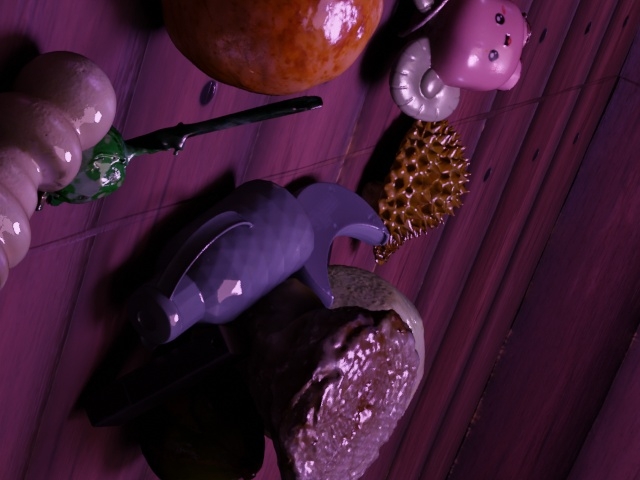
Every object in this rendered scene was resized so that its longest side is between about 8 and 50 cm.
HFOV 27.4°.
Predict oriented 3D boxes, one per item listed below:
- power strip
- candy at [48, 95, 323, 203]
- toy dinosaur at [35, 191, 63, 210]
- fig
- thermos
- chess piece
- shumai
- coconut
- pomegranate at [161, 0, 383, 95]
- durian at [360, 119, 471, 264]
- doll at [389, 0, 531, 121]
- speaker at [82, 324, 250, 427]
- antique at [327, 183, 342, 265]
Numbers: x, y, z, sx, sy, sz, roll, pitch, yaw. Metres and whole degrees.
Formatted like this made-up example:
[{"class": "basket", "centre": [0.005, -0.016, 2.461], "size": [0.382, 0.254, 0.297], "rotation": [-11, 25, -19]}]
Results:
[{"class": "power strip", "centre": [0.000, 0.000, 2.020], "size": [0.054, 0.167, 0.253], "rotation": [-35, -174, 41]}, {"class": "candy", "centre": [-0.149, -0.113, 1.419], "size": [0.324, 0.097, 0.097], "rotation": [-15, 143, -12]}, {"class": "toy dinosaur", "centre": [-0.279, -0.064, 1.479], "size": [0.060, 0.029, 0.120], "rotation": [-56, 167, 25]}, {"class": "fig", "centre": [-0.155, 0.285, 1.906], "size": [0.195, 0.245, 0.195], "rotation": [-27, 133, -33]}, {"class": "thermos", "centre": [-0.135, 0.028, 1.747], "size": [0.286, 0.145, 0.182], "rotation": [-39, 160, -46]}, {"class": "chess piece", "centre": [-0.292, -0.081, 1.271], "size": [0.251, 0.144, 0.144], "rotation": [-55, 159, -31]}, {"class": "shumai", "centre": [-0.039, 0.194, 1.854], "size": [0.304, 0.263, 0.309], "rotation": [-53, 150, -19]}, {"class": "coconut", "centre": [0.014, 0.203, 2.127], "size": [0.328, 0.281, 0.328], "rotation": [-25, 135, -27]}, {"class": "pomegranate", "centre": [-0.054, -0.269, 1.444], "size": [0.248, 0.248, 0.248], "rotation": [-49, 156, -31]}, {"class": "durian", "centre": [0.153, -0.095, 2.323], "size": [0.172, 0.166, 0.306], "rotation": [14, 99, -38]}, {"class": "doll", "centre": [0.207, -0.327, 2.117], "size": [0.268, 0.216, 0.284], "rotation": [9, 91, -43]}, {"class": "speaker", "centre": [-0.206, 0.182, 1.754], "size": [0.218, 0.044, 0.082], "rotation": [-29, 165, 13]}, {"class": "antique", "centre": [0.013, -0.014, 2.234], "size": [0.031, 0.015, 0.192], "rotation": [-42, 151, -42]}]
